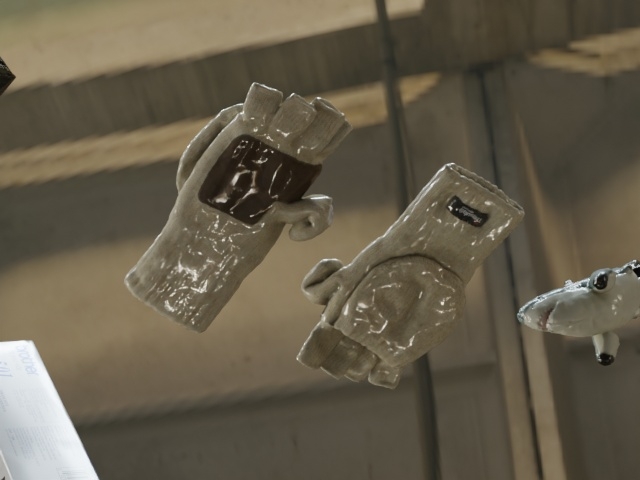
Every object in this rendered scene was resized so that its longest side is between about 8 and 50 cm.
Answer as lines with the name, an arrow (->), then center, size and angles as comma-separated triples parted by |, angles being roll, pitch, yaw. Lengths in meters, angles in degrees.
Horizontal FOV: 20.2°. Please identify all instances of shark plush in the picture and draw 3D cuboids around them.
shark plush -> 0.219, 0.034, 1.426 | 0.067, 0.073, 0.161 | 3, -151, 32

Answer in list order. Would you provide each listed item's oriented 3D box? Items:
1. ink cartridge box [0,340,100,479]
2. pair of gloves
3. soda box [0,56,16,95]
ink cartridge box -> -0.147, 0.141, 0.910 | 0.046, 0.097, 0.207 | -1, -154, -22
pair of gloves -> 0.000, 0.000, 1.307 | 0.240, 0.204, 0.042 | 23, -156, -15
soda box -> -0.179, -0.057, 0.565 | 0.060, 0.169, 0.053 | -46, -111, 23
